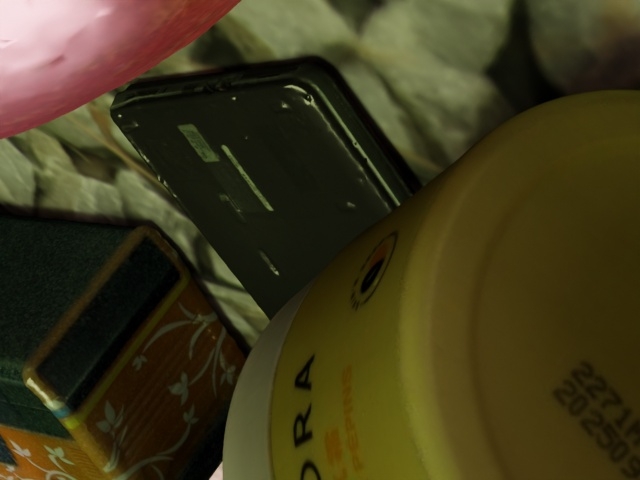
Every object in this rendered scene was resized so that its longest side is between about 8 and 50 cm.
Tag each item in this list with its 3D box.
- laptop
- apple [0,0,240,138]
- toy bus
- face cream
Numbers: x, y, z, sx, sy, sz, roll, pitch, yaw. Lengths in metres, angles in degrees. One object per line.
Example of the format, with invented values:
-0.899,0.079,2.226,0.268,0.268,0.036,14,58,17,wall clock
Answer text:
0.000,0.000,0.820,0.154,0.026,0.207,0,136,48,laptop
-0.151,-0.178,0.392,0.277,0.348,0.348,-32,113,26,apple
-0.191,0.073,1.021,0.275,0.138,0.167,5,138,41,toy bus
0.093,0.074,0.631,0.218,0.218,0.179,38,151,-6,face cream
